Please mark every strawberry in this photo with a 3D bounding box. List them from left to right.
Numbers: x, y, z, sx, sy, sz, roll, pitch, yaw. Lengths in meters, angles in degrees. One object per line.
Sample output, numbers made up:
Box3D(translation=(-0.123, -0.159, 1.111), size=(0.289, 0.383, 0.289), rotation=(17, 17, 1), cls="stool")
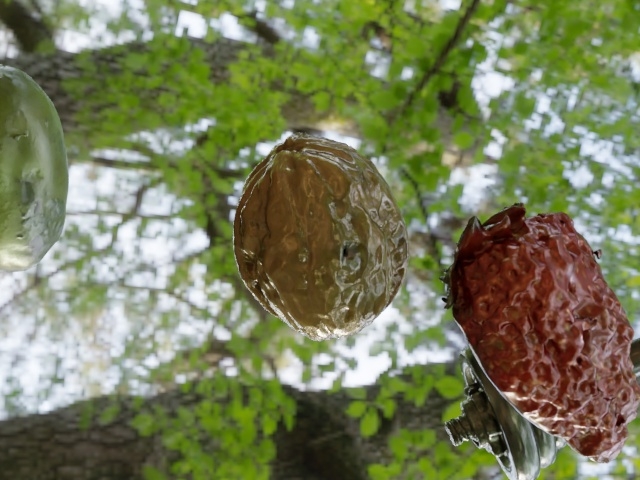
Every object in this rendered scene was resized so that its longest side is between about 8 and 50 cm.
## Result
Box3D(translation=(0.193, 0.077, 1.009), size=(0.098, 0.174, 0.228), rotation=(-30, -98, 33), cls="strawberry")

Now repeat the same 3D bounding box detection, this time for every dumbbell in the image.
Box3D(translation=(0.337, 0.150, 1.455), size=(0.179, 0.406, 0.179), rotation=(158, -90, -86), cls="dumbbell")

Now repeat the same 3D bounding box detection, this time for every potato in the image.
Box3D(translation=(-0.437, -0.099, 1.656), size=(0.216, 0.216, 0.304), rotation=(42, -30, 47), cls="potato")

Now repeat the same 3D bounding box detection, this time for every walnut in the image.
Box3D(translation=(0.000, 0.000, 1.423), size=(0.198, 0.198, 0.244), rotation=(14, -57, 53), cls="walnut")
